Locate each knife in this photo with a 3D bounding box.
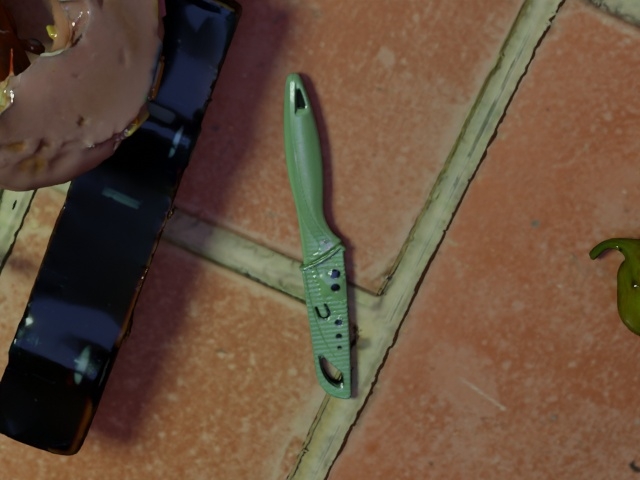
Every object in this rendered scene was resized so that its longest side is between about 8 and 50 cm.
[{"bbox_3d":[0.000,0.001,1.298,0.043,0.020,0.293,-6,107,0],"label":"knife"}]

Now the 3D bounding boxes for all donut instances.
[{"bbox_3d":[-0.207,-0.157,1.102,0.199,0.085,0.233,-14,109,-37],"label":"donut"}]

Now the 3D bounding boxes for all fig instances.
[{"bbox_3d":[0.281,0.030,1.280,0.098,0.082,0.084,53,136,2],"label":"fig"}]

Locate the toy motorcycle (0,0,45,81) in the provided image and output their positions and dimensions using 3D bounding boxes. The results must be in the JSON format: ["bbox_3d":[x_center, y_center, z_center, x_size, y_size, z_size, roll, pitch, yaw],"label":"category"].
[{"bbox_3d":[-0.341,-0.099,1.215,0.221,0.148,0.326,24,105,16],"label":"toy motorcycle"}]

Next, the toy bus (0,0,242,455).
[{"bbox_3d":[-0.169,-0.017,1.254,0.093,0.092,0.409,22,106,-4],"label":"toy bus"}]
